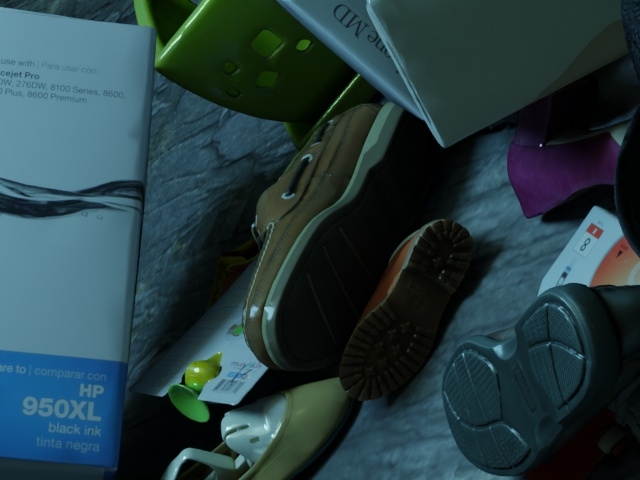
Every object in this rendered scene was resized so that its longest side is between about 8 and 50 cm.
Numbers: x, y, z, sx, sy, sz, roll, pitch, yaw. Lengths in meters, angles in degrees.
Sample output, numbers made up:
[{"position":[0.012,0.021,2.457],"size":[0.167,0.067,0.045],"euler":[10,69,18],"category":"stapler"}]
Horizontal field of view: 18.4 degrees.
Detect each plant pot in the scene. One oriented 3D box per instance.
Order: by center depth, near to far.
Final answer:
[{"position":[-0.029,-0.231,1.903],"size":[0.228,0.207,0.227],"euler":[-49,25,13],"category":"plant pot"}]

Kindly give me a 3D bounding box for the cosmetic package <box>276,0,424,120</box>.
[{"position":[0.077,-0.215,1.564],"size":[0.184,0.151,0.151],"euler":[-50,12,1],"category":"cosmetic package"}]

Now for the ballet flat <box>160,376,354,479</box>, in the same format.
[{"position":[-0.070,0.182,1.608],"size":[0.232,0.073,0.080],"euler":[-45,26,22],"category":"ballet flat"}]

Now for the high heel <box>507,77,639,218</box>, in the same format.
[{"position":[0.214,-0.036,1.394],"size":[0.244,0.082,0.117],"euler":[27,128,49],"category":"high heel"}]

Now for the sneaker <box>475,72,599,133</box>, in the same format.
[{"position":[0.170,-0.160,1.589],"size":[0.132,0.086,0.228],"euler":[-58,22,-12],"category":"sneaker"}]

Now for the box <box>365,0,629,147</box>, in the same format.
[{"position":[0.190,-0.198,1.381],"size":[0.311,0.121,0.148],"euler":[-27,13,7],"category":"box"}]

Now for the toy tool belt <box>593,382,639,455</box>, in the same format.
[{"position":[0.209,0.111,1.197],"size":[0.051,0.052,0.083],"euler":[47,112,21],"category":"toy tool belt"}]

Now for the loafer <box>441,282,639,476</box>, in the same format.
[{"position":[0.154,0.087,1.246],"size":[0.267,0.084,0.096],"euler":[131,123,-69],"category":"loafer"}]

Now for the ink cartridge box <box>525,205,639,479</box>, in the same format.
[{"position":[0.174,0.073,1.325],"size":[0.179,0.045,0.145],"euler":[-52,23,3],"category":"ink cartridge box"}]

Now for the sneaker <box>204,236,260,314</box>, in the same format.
[{"position":[-0.080,0.047,1.813],"size":[0.175,0.067,0.064],"euler":[-58,25,-1],"category":"sneaker"}]

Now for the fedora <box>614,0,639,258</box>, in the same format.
[{"position":[0.282,-0.116,1.159],"size":[0.334,0.152,0.334],"euler":[-32,28,20],"category":"fedora"}]

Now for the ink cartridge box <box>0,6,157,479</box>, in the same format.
[{"position":[-0.247,0.025,1.771],"size":[0.285,0.166,0.395],"euler":[120,155,-74],"category":"ink cartridge box"}]

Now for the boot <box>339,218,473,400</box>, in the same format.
[{"position":[0.063,0.055,1.556],"size":[0.158,0.059,0.084],"euler":[-57,11,-4],"category":"boot"}]

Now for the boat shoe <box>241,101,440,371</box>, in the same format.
[{"position":[0.000,0.000,1.618],"size":[0.104,0.111,0.307],"euler":[-3,34,31],"category":"boat shoe"}]

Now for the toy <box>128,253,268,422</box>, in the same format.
[{"position":[-0.039,0.073,1.684],"size":[0.137,0.056,0.237],"euler":[2,35,45],"category":"toy"}]
